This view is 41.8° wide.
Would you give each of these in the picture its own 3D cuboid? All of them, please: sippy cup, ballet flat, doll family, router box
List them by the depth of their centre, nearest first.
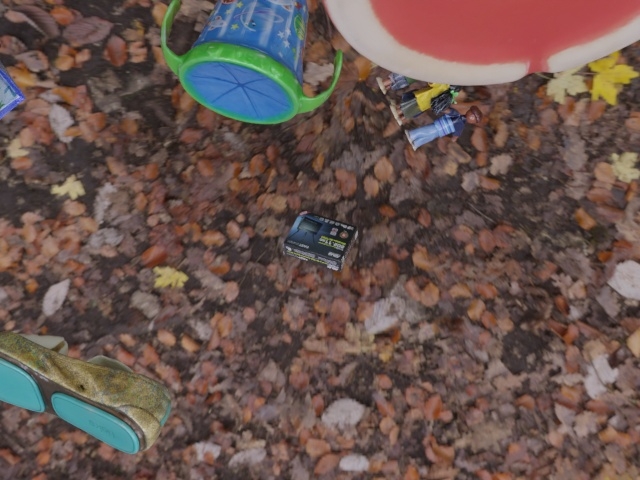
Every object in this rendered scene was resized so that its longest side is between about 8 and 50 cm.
[{"bbox_3d":[0.158,-0.193,1.170,0.111,0.193,0.076,-25,70,11],"label":"doll family"},{"bbox_3d":[-0.370,0.197,1.204,0.348,0.123,0.123,18,102,16],"label":"ballet flat"},{"bbox_3d":[-0.125,-0.373,1.585,0.305,0.240,0.224,31,66,-39],"label":"sippy cup"},{"bbox_3d":[0.000,0.000,1.617,0.122,0.092,0.038,17,145,15],"label":"router box"}]

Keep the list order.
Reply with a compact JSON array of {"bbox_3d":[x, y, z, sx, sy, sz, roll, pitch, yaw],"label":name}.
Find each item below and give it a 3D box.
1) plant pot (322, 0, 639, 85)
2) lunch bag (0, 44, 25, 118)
[{"bbox_3d":[0.083,-0.229,0.411,0.275,0.275,0.243,-9,67,4],"label":"plant pot"},{"bbox_3d":[-0.386,-0.192,0.838,0.129,0.151,0.096,41,79,15],"label":"lunch bag"}]
